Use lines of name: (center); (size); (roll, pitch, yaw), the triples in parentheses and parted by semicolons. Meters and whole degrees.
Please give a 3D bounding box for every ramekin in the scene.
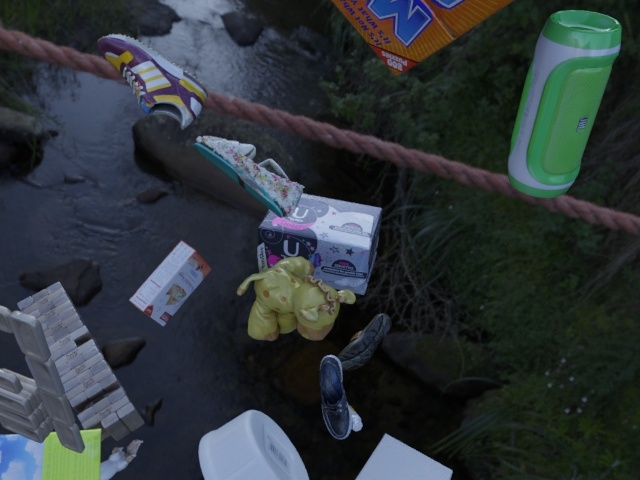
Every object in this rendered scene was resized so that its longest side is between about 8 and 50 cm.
ramekin: (-0.145, 0.537, 1.373); (0.277, 0.135, 0.277); (51, 4, -5)

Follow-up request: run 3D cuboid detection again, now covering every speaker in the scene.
speaker: (0.406, -0.224, 0.993); (0.131, 0.296, 0.131); (1, 39, 0)

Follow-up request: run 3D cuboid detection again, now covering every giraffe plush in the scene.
giraffe plush: (-0.032, 0.114, 1.088); (0.170, 0.210, 0.181); (21, 56, 32)

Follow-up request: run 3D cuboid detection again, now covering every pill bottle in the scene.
pill bottle: (0.088, 0.508, 1.666); (0.043, 0.043, 0.083); (7, 12, -23)

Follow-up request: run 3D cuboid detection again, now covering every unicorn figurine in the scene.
unicorn figurine: (-0.404, 0.420, 1.061); (0.162, 0.111, 0.060); (-11, 70, -33)

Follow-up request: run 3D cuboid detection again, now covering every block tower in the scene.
block tower: (-0.468, 0.230, 1.128); (0.091, 0.097, 0.335); (-32, 63, -22)

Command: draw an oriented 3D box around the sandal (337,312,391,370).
sandal: (0.128, 0.308, 1.792); (0.219, 0.060, 0.090); (-50, 118, -14)

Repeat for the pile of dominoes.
pile of dominoes: (-0.347, 0.127, 0.629); (0.196, 0.251, 0.040); (17, 43, 11)

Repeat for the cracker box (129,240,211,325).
cracker box: (-0.446, 0.132, 1.763); (0.067, 0.155, 0.232); (34, 75, 20)

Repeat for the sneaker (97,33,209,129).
sneaker: (-0.272, -0.246, 0.910); (0.185, 0.069, 0.084); (27, 73, -6)

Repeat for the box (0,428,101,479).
box: (-0.437, 0.355, 0.909); (0.178, 0.042, 0.109); (4, 47, -24)

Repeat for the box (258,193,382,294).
box: (0.000, 0.000, 1.317); (0.247, 0.142, 0.163); (11, 39, 10)

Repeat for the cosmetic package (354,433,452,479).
cosmetic package: (0.090, 0.524, 1.000); (0.155, 0.197, 0.365); (25, 19, 17)

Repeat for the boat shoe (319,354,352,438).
boat shoe: (0.037, 0.426, 1.569); (0.080, 0.228, 0.076); (-5, -1, 11)

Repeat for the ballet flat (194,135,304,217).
ballet flat: (-0.131, -0.136, 1.119); (0.241, 0.091, 0.077); (39, 76, 9)

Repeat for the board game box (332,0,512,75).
board game box: (0.193, -0.552, 0.900); (0.356, 0.356, 0.356); (46, 71, -13)
